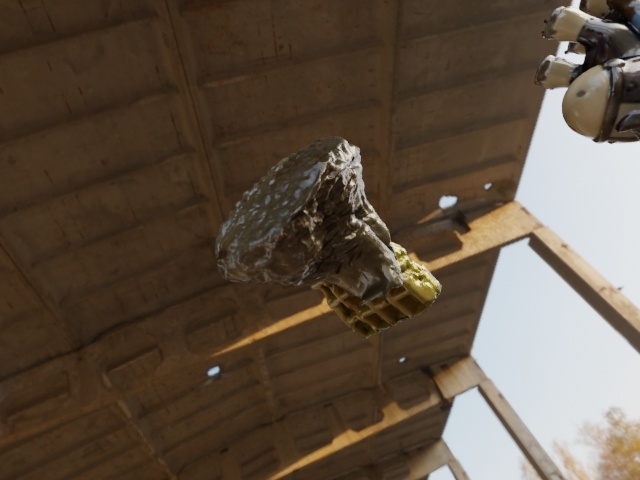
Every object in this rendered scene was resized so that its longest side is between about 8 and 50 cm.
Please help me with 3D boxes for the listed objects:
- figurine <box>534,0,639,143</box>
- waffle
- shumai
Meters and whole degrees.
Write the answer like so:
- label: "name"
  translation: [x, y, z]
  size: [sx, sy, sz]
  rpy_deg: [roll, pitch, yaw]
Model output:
- label: "figurine"
  translation: [0.466, -0.193, 0.583]
  size: [0.411, 0.306, 0.241]
  rpy_deg: [12, -54, 12]
- label: "waffle"
  translation: [0.043, 0.032, 0.706]
  size: [0.160, 0.211, 0.055]
  rpy_deg: [-37, 8, 48]
- label: "shumai"
  translation: [0.000, 0.000, 0.545]
  size: [0.176, 0.166, 0.206]
  rpy_deg: [52, -129, -17]
